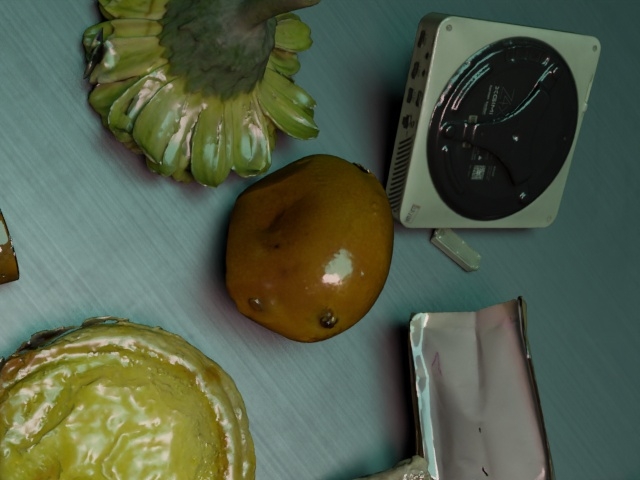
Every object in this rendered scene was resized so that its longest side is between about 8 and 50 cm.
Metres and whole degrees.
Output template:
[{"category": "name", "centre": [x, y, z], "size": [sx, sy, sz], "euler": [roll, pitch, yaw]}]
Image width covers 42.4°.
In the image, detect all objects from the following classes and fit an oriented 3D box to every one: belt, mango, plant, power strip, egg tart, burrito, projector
[{"category": "belt", "centre": [-0.316, 0.002, 0.784], "size": [0.036, 0.059, 0.083], "euler": [-18, 96, -30]}, {"category": "mango", "centre": [0.000, 0.000, 0.907], "size": [0.136, 0.166, 0.236], "euler": [65, 20, -49]}, {"category": "plant", "centre": [-0.129, -0.208, 0.876], "size": [0.261, 0.297, 0.306], "euler": [-14, 99, -1]}, {"category": "power strip", "centre": [0.178, 0.012, 1.073], "size": [0.083, 0.017, 0.027], "euler": [40, 62, -12]}, {"category": "egg tart", "centre": [-0.196, 0.209, 0.772], "size": [0.278, 0.095, 0.279], "euler": [7, 71, -21]}, {"category": "burrito", "centre": [0.043, 0.277, 0.877], "size": [0.171, 0.042, 0.051], "euler": [-20, 91, 4]}, {"category": "projector", "centre": [0.221, -0.140, 1.036], "size": [0.259, 0.079, 0.257], "euler": [-1, 111, -28]}]

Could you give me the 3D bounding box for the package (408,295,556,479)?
[{"category": "package", "centre": [0.180, 0.234, 0.954], "size": [0.164, 0.221, 0.312], "euler": [-8, 78, 10]}]
